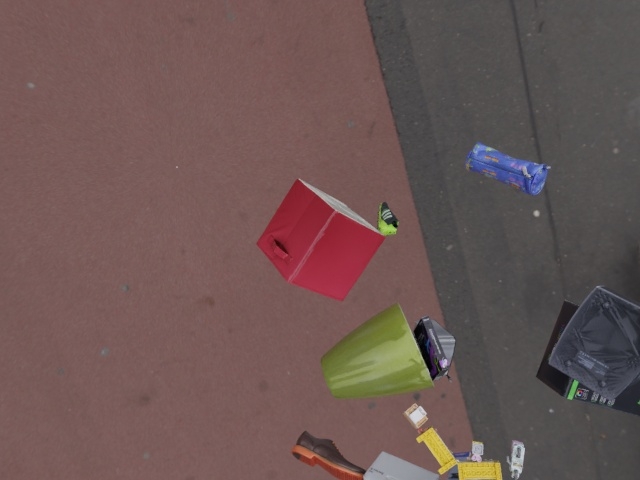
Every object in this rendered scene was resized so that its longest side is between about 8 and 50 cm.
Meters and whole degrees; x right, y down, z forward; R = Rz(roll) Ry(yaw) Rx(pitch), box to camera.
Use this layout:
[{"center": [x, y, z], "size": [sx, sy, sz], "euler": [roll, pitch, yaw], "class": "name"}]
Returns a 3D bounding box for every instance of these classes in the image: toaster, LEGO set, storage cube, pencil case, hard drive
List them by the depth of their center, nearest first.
[{"center": [0.668, 0.236, 1.116], "size": [0.054, 0.172, 0.254], "euler": [-26, 138, -45], "class": "hard drive"}, {"center": [0.000, 0.000, 1.138], "size": [0.215, 0.183, 0.193], "euler": [23, 104, -41], "class": "storage cube"}, {"center": [0.328, 0.495, 1.141], "size": [0.287, 0.107, 0.132], "euler": [16, 82, 17], "class": "LEGO set"}, {"center": [0.414, 0.406, 1.777], "size": [0.110, 0.185, 0.168], "euler": [3, 108, -20], "class": "toaster"}, {"center": [0.701, -0.275, 1.809], "size": [0.133, 0.306, 0.119], "euler": [7, 110, -53], "class": "pencil case"}]

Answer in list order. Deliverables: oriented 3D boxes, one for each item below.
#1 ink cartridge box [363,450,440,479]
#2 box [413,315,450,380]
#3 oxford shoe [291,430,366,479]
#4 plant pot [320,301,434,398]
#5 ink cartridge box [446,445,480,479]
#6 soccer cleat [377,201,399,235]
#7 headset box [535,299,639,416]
[{"center": [0.268, 0.836, 1.482], "size": [0.121, 0.211, 0.289], "euler": [-32, 119, -45], "class": "ink cartridge box"}, {"center": [0.323, 0.317, 1.398], "size": [0.029, 0.116, 0.162], "euler": [-11, 59, -9], "class": "box"}, {"center": [0.042, 0.720, 1.594], "size": [0.271, 0.098, 0.097], "euler": [19, 138, 16], "class": "oxford shoe"}, {"center": [0.159, 0.372, 1.476], "size": [0.294, 0.275, 0.274], "euler": [-23, 105, 5], "class": "plant pot"}, {"center": [0.402, 0.717, 1.314], "size": [0.065, 0.311, 0.185], "euler": [-15, 85, 23], "class": "ink cartridge box"}, {"center": [0.232, -0.073, 1.642], "size": [0.072, 0.179, 0.060], "euler": [4, 126, 5], "class": "soccer cleat"}, {"center": [0.773, 0.320, 1.318], "size": [0.283, 0.131, 0.246], "euler": [17, 96, -11], "class": "headset box"}]
